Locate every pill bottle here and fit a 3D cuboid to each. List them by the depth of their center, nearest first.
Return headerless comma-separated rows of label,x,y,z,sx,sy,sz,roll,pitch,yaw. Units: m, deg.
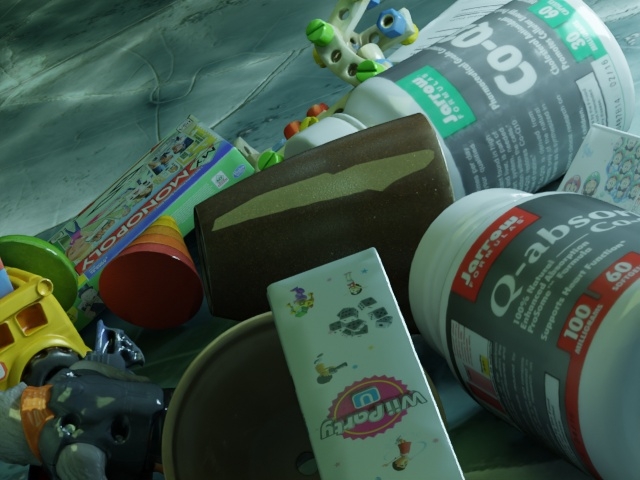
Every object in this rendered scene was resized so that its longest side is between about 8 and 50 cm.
pill bottle,0.225,0.075,1.598,0.210,0.210,0.363,-28,22,-15
pill bottle,0.154,-0.120,2.139,0.361,0.204,0.204,-31,23,-20

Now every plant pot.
plant pot,-0.012,0.181,1.628,0.237,0.237,0.110,-24,-13,-6
plant pot,0.000,0.000,1.835,0.230,0.215,0.215,-9,20,-7

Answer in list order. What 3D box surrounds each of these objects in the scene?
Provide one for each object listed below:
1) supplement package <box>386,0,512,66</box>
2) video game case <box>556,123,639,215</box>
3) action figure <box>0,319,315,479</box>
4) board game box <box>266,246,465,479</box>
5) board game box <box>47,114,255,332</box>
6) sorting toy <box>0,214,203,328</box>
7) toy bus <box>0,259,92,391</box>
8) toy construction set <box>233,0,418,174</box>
supplement package,0.214,-0.225,2.422,0.134,0.139,0.244,-3,29,42
video game case,0.292,-0.043,1.968,0.143,0.019,0.157,-62,27,0
action figure,-0.157,0.144,1.794,0.330,0.178,0.341,-6,39,-7
board game box,0.059,0.186,1.381,0.097,0.224,0.303,-20,37,1
board game box,-0.238,-0.017,2.366,0.317,0.046,0.213,-42,23,-4
sorting toy,-0.309,0.011,2.221,0.365,0.127,0.126,3,42,5
toy bus,-0.378,0.114,2.085,0.220,0.211,0.149,-34,26,-25
toy construction set,-0.002,-0.144,2.325,0.151,0.215,0.327,6,-44,-43
